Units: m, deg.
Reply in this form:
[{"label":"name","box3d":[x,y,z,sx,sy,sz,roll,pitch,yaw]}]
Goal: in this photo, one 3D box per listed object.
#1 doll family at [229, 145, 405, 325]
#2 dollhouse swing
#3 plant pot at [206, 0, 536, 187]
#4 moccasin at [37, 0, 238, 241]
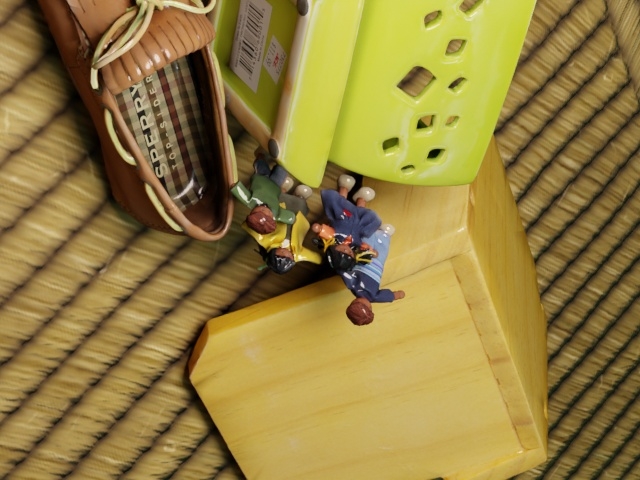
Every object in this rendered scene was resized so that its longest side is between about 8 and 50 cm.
[{"label":"doll family","box3d":[0.000,0.000,1.277,0.193,0.111,0.076,20,136,-14]},{"label":"dollhouse swing","box3d":[0.060,0.083,1.546,0.315,0.305,0.347,-81,154,-47]},{"label":"plant pot","box3d":[0.025,-0.185,1.260,0.207,0.227,0.228,-10,131,-31]},{"label":"moccasin","box3d":[-0.149,-0.164,1.183,0.139,0.147,0.380,-26,124,-29]}]
